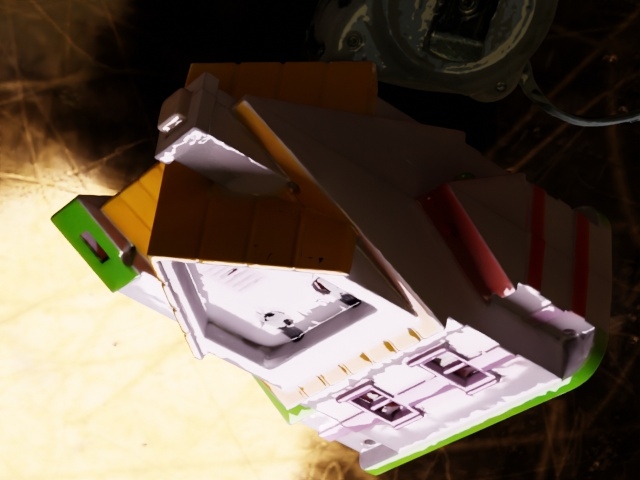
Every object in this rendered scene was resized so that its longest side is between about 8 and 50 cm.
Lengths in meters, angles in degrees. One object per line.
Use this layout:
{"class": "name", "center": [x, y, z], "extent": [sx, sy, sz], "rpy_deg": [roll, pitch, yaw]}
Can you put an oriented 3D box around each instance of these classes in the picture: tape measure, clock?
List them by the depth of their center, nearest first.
{"class": "clock", "center": [0.000, 0.000, 1.050], "extent": [0.309, 0.166, 0.235], "rpy_deg": [29, 141, -28]}
{"class": "tape measure", "center": [0.160, -0.152, 1.085], "extent": [0.330, 0.084, 0.164], "rpy_deg": [5, 122, -17]}
